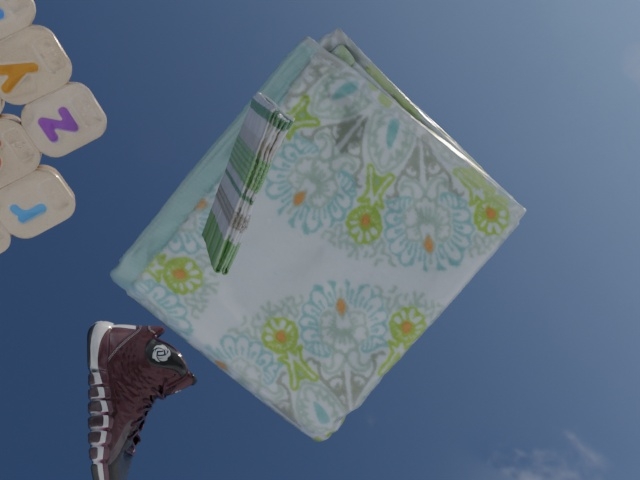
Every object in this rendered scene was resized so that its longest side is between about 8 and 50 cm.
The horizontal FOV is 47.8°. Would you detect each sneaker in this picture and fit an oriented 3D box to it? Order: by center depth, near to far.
[{"bbox_3d":[-0.266,0.256,1.095,0.162,0.106,0.282,-3,-105,-15],"label":"sneaker"}]

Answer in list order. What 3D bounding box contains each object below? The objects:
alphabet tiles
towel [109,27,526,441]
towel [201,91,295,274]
[{"bbox_3d":[-0.351,-0.110,0.639,0.277,0.021,0.284,-28,-60,0],"label":"alphabet tiles"},{"bbox_3d":[0.000,0.000,0.816,0.320,0.090,0.374,41,-85,-7],"label":"towel"},{"bbox_3d":[-0.069,-0.054,0.657,0.023,0.113,0.152,18,-76,-19],"label":"towel"}]
